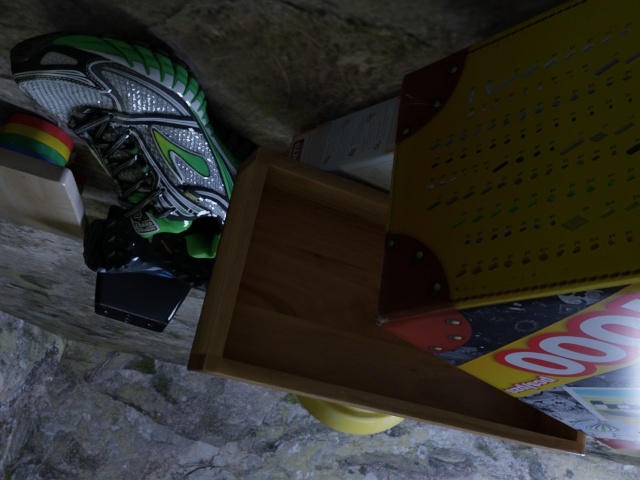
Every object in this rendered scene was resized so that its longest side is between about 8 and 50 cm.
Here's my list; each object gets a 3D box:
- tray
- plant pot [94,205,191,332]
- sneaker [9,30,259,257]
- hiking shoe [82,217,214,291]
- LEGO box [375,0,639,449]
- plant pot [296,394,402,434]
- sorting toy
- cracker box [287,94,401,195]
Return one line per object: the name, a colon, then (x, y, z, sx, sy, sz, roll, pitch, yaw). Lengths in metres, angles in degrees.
tray: (0.094, 0.076, 0.644, 0.411, 0.202, 0.076, 18, 162, -21)
plant pot: (-0.320, 0.065, 1.157, 0.188, 0.166, 0.187, 20, 159, -13)
sneaker: (-0.172, -0.087, 0.670, 0.134, 0.146, 0.343, 1, 156, 33)
hiking shoe: (-0.202, 0.008, 0.969, 0.304, 0.113, 0.132, 8, -176, 17)
LEGO box: (0.344, -0.010, 0.361, 0.501, 0.193, 0.373, -16, 145, 42)
plant pot: (0.084, 0.171, 1.085, 0.254, 0.253, 0.239, 15, 144, 0)
sorting toy: (-0.452, -0.108, 0.892, 0.256, 0.089, 0.257, 17, 160, -9)
cracker box: (0.094, -0.072, 0.639, 0.156, 0.067, 0.232, 26, 156, -37)
